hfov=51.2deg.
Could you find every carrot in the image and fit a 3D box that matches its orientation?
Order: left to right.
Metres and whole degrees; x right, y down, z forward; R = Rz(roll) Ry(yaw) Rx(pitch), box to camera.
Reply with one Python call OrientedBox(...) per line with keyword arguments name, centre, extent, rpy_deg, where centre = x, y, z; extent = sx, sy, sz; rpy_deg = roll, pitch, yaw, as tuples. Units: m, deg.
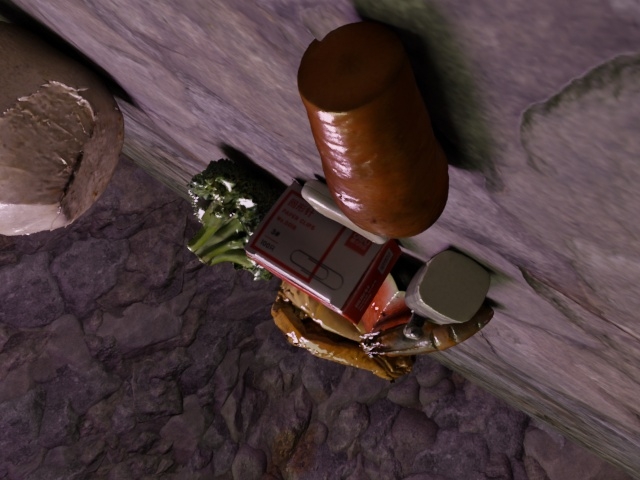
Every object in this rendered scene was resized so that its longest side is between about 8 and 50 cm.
OrientedBox(name="carrot", centre=(0.038, -0.055, 0.435), extent=(0.087, 0.087, 0.193), rpy_deg=(30, 176, 23))

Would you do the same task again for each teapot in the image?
OrientedBox(name="teapot", centre=(0.146, 0.079, 0.846), extent=(0.077, 0.107, 0.200), rpy_deg=(27, 174, 5))

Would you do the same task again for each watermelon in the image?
OrientedBox(name="watermelon", centre=(0.137, 0.087, 1.067), extent=(0.145, 0.137, 0.193), rpy_deg=(2, -171, -20))

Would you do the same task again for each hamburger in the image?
OrientedBox(name="hamburger", centre=(0.057, 0.125, 1.239), extent=(0.318, 0.158, 0.318), rpy_deg=(24, -166, -6))

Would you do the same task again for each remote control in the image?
OrientedBox(name="remote control", centre=(0.033, -0.038, 0.848), extent=(0.122, 0.032, 0.074), rpy_deg=(30, 174, 28))

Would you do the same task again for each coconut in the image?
OrientedBox(name="coconut", centre=(-0.553, -0.198, 1.164), extent=(0.360, 0.346, 0.346), rpy_deg=(25, 174, 1))

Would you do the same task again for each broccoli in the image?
OrientedBox(name="broccoli", centre=(-0.141, -0.034, 1.131), extent=(0.198, 0.176, 0.226), rpy_deg=(36, -169, 22))

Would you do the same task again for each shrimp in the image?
OrientedBox(name="shrimp", centre=(0.155, 0.135, 0.988), extent=(0.115, 0.217, 0.051), rpy_deg=(-16, -94, -63))

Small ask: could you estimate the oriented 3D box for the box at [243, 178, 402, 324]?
OrientedBox(name="box", centre=(0.003, 0.014, 0.946), extent=(0.182, 0.133, 0.099), rpy_deg=(32, 173, 25))
